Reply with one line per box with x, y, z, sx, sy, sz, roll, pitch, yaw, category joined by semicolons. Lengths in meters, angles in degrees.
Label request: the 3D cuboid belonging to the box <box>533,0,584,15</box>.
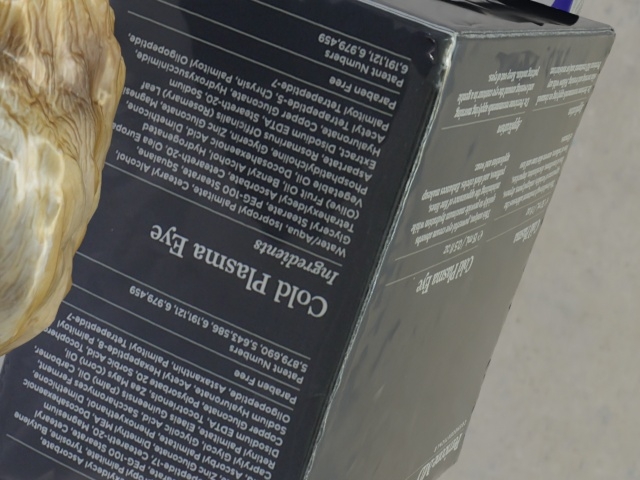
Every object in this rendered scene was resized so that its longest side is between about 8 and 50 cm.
0.178;-0.250;1.415;0.137;0.072;0.126;26;145;11;box

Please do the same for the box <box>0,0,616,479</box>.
0.000;0.000;0.868;0.179;0.343;0.313;22;105;18;box

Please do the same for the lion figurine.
-0.194;-0.144;0.554;0.392;0.142;0.240;48;123;22;lion figurine
